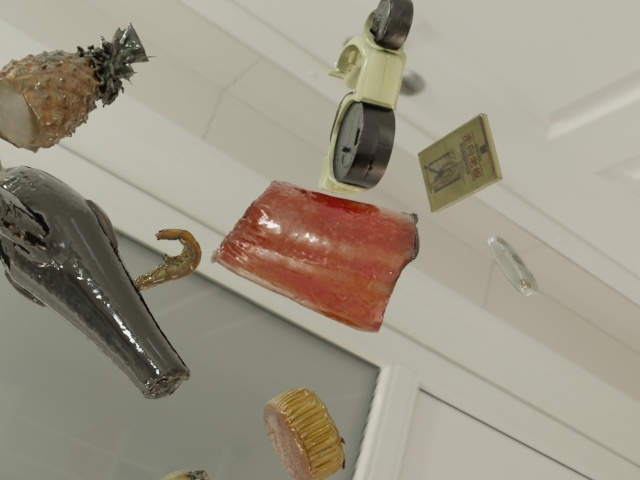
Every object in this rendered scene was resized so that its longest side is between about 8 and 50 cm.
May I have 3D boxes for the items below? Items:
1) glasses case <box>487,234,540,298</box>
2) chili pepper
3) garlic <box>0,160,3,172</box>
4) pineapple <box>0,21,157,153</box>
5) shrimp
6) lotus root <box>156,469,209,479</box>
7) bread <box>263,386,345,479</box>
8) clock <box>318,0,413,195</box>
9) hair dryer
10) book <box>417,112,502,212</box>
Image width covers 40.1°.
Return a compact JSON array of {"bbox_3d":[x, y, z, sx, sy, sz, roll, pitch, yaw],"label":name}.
[{"bbox_3d":[0.395,0.052,1.792,0.041,0.063,0.164,-48,47,25],"label":"glasses case"},{"bbox_3d":[0.000,0.000,1.487,0.251,0.305,0.229,-66,3,-53],"label":"chili pepper"},{"bbox_3d":[-0.644,-0.137,1.564,0.159,0.147,0.102,-20,-53,-66],"label":"garlic"},{"bbox_3d":[-0.426,-0.288,1.565,0.169,0.169,0.340,-34,7,45],"label":"pineapple"},{"bbox_3d":[-0.231,0.031,1.247,0.127,0.091,0.025,-30,41,-10],"label":"shrimp"},{"bbox_3d":[-0.230,0.382,1.280,0.152,0.063,0.072,-37,-5,-3],"label":"lotus root"},{"bbox_3d":[-0.038,0.381,1.703,0.104,0.199,0.199,-22,13,-21],"label":"bread"},{"bbox_3d":[0.086,-0.281,1.748,0.276,0.120,0.378,174,109,-73],"label":"clock"},{"bbox_3d":[-0.271,0.002,0.774,0.120,0.359,0.303,-41,65,-1],"label":"hair dryer"},{"bbox_3d":[0.317,-0.173,2.019,0.231,0.026,0.161,-31,66,52],"label":"book"}]
